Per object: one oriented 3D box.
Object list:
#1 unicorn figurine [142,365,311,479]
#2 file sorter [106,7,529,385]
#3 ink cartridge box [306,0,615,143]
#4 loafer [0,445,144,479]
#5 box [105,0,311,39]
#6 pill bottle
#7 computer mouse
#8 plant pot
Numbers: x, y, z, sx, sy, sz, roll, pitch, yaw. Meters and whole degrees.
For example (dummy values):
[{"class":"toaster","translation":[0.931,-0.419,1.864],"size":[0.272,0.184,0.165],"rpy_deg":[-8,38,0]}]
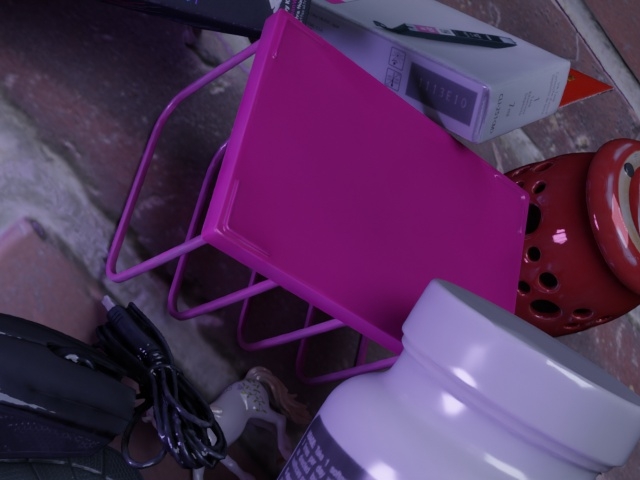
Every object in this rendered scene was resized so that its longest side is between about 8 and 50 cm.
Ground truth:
[{"class":"unicorn figurine","translation":[-0.078,0.154,0.898],"size":[0.111,0.060,0.162],"rpy_deg":[58,32,-5]},{"class":"file sorter","translation":[0.000,0.000,0.927],"size":[0.291,0.182,0.202],"rpy_deg":[32,55,-29]},{"class":"ink cartridge box","translation":[0.113,-0.193,1.056],"size":[0.239,0.275,0.060],"rpy_deg":[-24,135,-42]},{"class":"loafer","translation":[-0.244,0.182,0.741],"size":[0.267,0.084,0.096],"rpy_deg":[7,39,-43]},{"class":"box","translation":[-0.147,-0.255,0.875],"size":[0.270,0.165,0.143],"rpy_deg":[7,98,-39]},{"class":"pill bottle","translation":[0.056,0.222,0.769],"size":[0.210,0.210,0.363],"rpy_deg":[27,97,-31]},{"class":"computer mouse","translation":[-0.206,0.083,0.748],"size":[0.272,0.188,0.072],"rpy_deg":[1,117,-31]},{"class":"plant pot","translation":[0.286,-0.004,1.182],"size":[0.191,0.174,0.191],"rpy_deg":[15,66,-39]}]
